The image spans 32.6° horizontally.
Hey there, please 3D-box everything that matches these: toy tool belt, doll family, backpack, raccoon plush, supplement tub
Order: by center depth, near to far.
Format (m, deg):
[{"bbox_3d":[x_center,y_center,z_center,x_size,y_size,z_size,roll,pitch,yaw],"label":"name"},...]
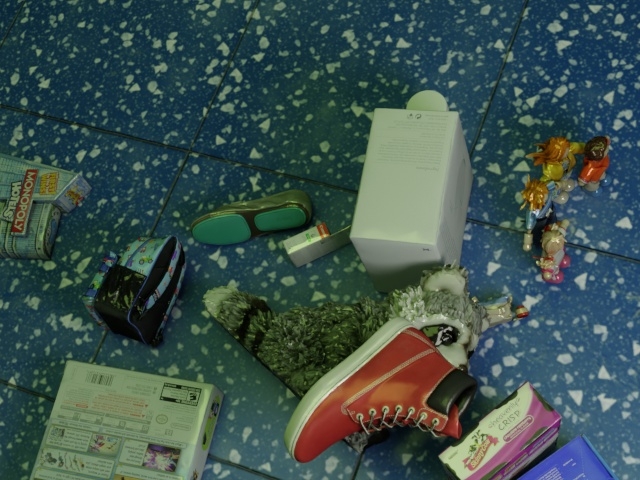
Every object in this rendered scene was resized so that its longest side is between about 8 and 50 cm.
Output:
[{"bbox_3d":[0.039,0.102,1.671,0.446,0.216,0.299,40,81,27],"label":"raccoon plush"},{"bbox_3d":[0.357,-0.067,1.694,0.118,0.163,0.263,21,73,23],"label":"doll family"},{"bbox_3d":[0.277,0.102,1.702,0.083,0.052,0.051,-15,71,7],"label":"toy tool belt"},{"bbox_3d":[-0.298,0.067,1.814,0.117,0.158,0.173,18,69,14],"label":"backpack"},{"bbox_3d":[0.186,-0.196,1.832,0.071,0.107,0.071,-6,64,12],"label":"supplement tub"}]

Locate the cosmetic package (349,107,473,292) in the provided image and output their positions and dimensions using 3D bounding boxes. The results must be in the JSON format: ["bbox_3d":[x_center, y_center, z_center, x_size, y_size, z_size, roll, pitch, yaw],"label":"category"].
[{"bbox_3d":[0.147,-0.053,1.711,0.138,0.224,0.225,4,67,16],"label":"cosmetic package"}]

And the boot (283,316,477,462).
[{"bbox_3d":[0.083,0.235,1.439,0.244,0.088,0.176,-43,56,-9],"label":"boot"}]

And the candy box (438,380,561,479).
[{"bbox_3d":[0.250,0.290,1.517,0.159,0.233,0.071,-39,68,-5],"label":"candy box"}]

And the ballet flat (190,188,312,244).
[{"bbox_3d":[-0.116,-0.041,1.876,0.213,0.072,0.068,-10,36,10],"label":"ballet flat"}]

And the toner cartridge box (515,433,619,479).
[{"bbox_3d":[0.274,0.438,1.507,0.348,0.075,0.165,-36,59,3],"label":"toner cartridge box"}]

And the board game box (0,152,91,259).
[{"bbox_3d":[-0.525,-0.066,1.992,0.194,0.060,0.194,1,66,16],"label":"board game box"}]

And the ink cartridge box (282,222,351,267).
[{"bbox_3d":[0.000,0.000,1.817,0.115,0.063,0.029,-25,64,2],"label":"ink cartridge box"}]

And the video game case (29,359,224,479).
[{"bbox_3d":[-0.314,0.333,1.750,0.269,0.061,0.244,7,67,18],"label":"video game case"}]
